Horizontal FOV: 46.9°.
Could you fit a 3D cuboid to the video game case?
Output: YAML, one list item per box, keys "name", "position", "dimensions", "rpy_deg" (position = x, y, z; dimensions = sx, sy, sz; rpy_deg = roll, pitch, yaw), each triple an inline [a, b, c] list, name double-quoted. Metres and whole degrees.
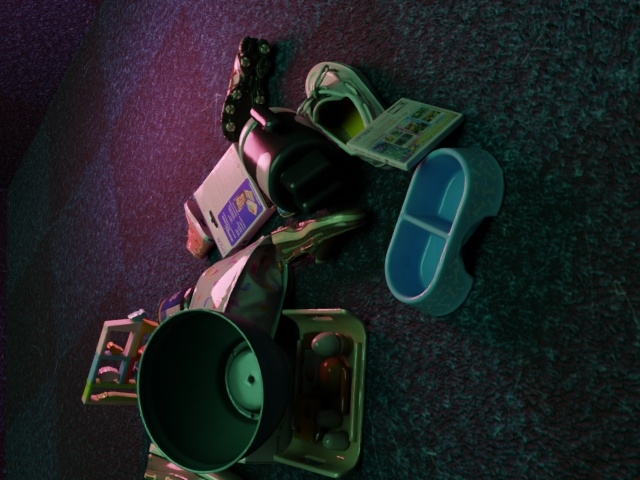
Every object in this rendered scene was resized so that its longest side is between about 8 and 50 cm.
- name: "video game case"
  position: [0.148, -0.190, 1.293]
  dimensions: [0.143, 0.157, 0.019]
  rpy_deg: [26, 148, 41]

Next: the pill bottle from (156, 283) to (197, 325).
- name: "pill bottle"
  position: [-0.313, 0.175, 1.855]
  dimensions: [0.219, 0.123, 0.123]
  rpy_deg: [-25, 62, 48]

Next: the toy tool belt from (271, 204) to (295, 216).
- name: "toy tool belt"
  position: [-0.069, -0.084, 1.646]
  dimensions: [0.083, 0.051, 0.052]
  rpy_deg: [-33, 56, 45]

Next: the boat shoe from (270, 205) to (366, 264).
- name: "boat shoe"
  position: [0.006, -0.002, 1.509]
  dimensions: [0.257, 0.095, 0.095]
  rpy_deg: [-15, 93, 50]

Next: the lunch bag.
- name: "lunch bag"
  position: [-0.182, 0.127, 1.650]
  dimensions: [0.223, 0.160, 0.262]
  rpy_deg: [-29, 37, 48]

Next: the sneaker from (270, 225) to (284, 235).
- name: "sneaker"
  position: [-0.109, -0.005, 1.697]
  dimensions: [0.083, 0.032, 0.037]
  rpy_deg: [-58, 41, 26]

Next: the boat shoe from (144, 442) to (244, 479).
- name: "boat shoe"
  position: [-0.287, 0.545, 1.674]
  dimensions: [0.305, 0.109, 0.091]
  rpy_deg: [9, 76, 39]

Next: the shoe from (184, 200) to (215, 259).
- name: "shoe"
  position: [-0.339, -0.029, 1.994]
  dimensions: [0.081, 0.063, 0.178]
  rpy_deg: [-55, 46, 22]

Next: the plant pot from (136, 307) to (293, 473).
- name: "plant pot"
  position: [-0.172, 0.274, 1.402]
  dimensions: [0.293, 0.196, 0.293]
  rpy_deg: [-2, 86, 31]

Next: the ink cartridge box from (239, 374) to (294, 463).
- name: "ink cartridge box"
  position: [-0.186, 0.380, 1.631]
  dimensions: [0.278, 0.117, 0.201]
  rpy_deg: [-15, 70, 51]

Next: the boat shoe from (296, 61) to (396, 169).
- name: "boat shoe"
  position: [0.024, -0.267, 1.474]
  dimensions: [0.136, 0.156, 0.367]
  rpy_deg: [-59, 41, 26]

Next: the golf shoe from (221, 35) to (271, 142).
- name: "golf shoe"
  position: [-0.189, -0.375, 1.870]
  dimensions: [0.120, 0.105, 0.273]
  rpy_deg: [-172, 97, -72]

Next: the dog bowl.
- name: "dog bowl"
  position: [0.199, -0.020, 1.241]
  dimensions: [0.166, 0.074, 0.297]
  rpy_deg: [31, 106, 53]

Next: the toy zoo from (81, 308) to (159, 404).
- name: "toy zoo"
  position: [-0.535, 0.328, 2.063]
  dimensions: [0.030, 0.192, 0.293]
  rpy_deg: [38, 111, 51]

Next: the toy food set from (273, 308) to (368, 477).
- name: "toy food set"
  position: [-0.016, 0.289, 1.442]
  dimensions: [0.220, 0.092, 0.306]
  rpy_deg: [-8, 74, 53]

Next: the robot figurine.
- name: "robot figurine"
  position: [-0.059, -0.167, 1.515]
  dimensions: [0.278, 0.173, 0.209]
  rpy_deg: [49, 135, 49]

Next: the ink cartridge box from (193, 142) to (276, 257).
- name: "ink cartridge box"
  position: [-0.214, -0.097, 1.819]
  dimensions: [0.208, 0.045, 0.206]
  rpy_deg: [-45, 62, 35]
